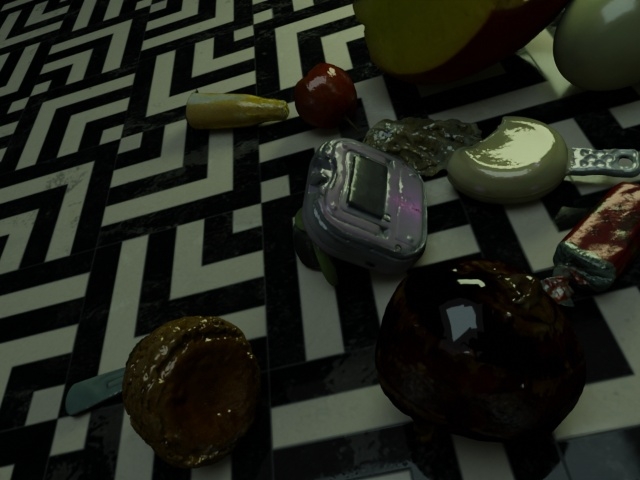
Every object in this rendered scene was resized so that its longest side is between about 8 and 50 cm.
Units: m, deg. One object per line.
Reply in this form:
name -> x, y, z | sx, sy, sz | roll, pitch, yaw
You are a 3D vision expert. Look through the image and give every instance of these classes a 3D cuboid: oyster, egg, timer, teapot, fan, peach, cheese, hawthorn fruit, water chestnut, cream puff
oyster -> 0.169, -0.176, 0.913 | 0.208, 0.072, 0.133 | 5, 57, 21
egg -> 0.487, -0.344, 0.860 | 0.241, 0.186, 0.186 | -34, 49, -6
timer -> 0.071, -0.057, 0.791 | 0.190, 0.069, 0.209 | 19, 52, -16
teapot -> 0.006, -0.006, 0.815 | 0.092, 0.091, 0.124 | -40, 50, -13
fan -> -0.251, 0.186, 0.795 | 0.281, 0.023, 0.057 | -24, 40, -1
peach -> 0.282, -0.436, 0.950 | 0.380, 0.243, 0.306 | -25, 4, 46
cheese -> 0.328, -0.107, 0.799 | 0.248, 0.071, 0.163 | 25, 63, 33
hawthorn fruit -> 0.014, -0.273, 1.012 | 0.125, 0.125, 0.140 | -35, 48, -11
water chestnut -> 0.164, 0.130, 0.594 | 0.223, 0.238, 0.224 | 10, 18, -3
cream puff -> -0.188, 0.188, 0.694 | 0.168, 0.183, 0.183 | -4, 48, 43

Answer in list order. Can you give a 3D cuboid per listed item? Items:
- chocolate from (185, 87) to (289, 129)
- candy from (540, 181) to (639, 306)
chocolate -> -0.169, -0.267, 1.107 | 0.219, 0.086, 0.086 | 6, 54, 19
candy -> 0.387, -0.008, 0.704 | 0.292, 0.059, 0.086 | -41, 49, -16
